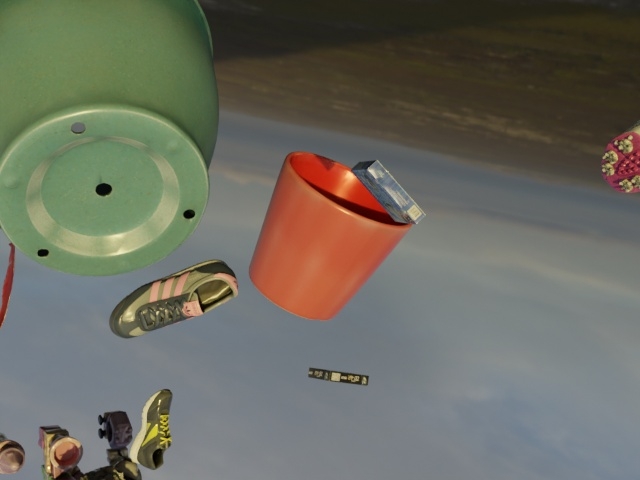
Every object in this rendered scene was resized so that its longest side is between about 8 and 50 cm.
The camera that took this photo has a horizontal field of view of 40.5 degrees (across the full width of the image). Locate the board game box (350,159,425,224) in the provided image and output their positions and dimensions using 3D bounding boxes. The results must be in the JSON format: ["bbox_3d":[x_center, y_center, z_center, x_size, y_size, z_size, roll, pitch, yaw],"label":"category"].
[{"bbox_3d":[0.082,-0.060,1.071,0.090,0.020,0.090,48,175,-10],"label":"board game box"}]

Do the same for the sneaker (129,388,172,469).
[{"bbox_3d":[-0.158,0.187,0.855,0.035,0.083,0.031,25,-168,31],"label":"sneaker"}]

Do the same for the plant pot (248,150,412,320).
[{"bbox_3d":[0.000,0.000,1.644,0.275,0.243,0.275,26,-160,-10],"label":"plant pot"}]

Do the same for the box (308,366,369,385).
[{"bbox_3d":[0.031,0.235,1.499,0.083,0.018,0.067,13,171,-34],"label":"box"}]

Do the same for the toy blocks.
[{"bbox_3d":[-0.505,0.525,1.771,0.309,0.288,0.260,-4,-175,-30],"label":"toy blocks"}]

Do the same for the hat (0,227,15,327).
[{"bbox_3d":[-0.422,0.006,1.302,0.173,0.208,0.183,-3,-133,-12],"label":"hat"}]

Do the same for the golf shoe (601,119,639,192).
[{"bbox_3d":[0.613,-0.191,1.524,0.140,0.115,0.306,-31,166,-29],"label":"golf shoe"}]

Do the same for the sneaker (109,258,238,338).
[{"bbox_3d":[-0.343,0.148,2.051,0.319,0.112,0.131,-29,-151,-13],"label":"sneaker"}]

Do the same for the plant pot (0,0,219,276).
[{"bbox_3d":[-0.217,-0.113,0.826,0.272,0.271,0.255,9,-145,-25],"label":"plant pot"}]

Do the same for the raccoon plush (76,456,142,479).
[{"bbox_3d":[-0.347,0.616,1.555,0.299,0.216,0.446,39,-152,-42],"label":"raccoon plush"}]
